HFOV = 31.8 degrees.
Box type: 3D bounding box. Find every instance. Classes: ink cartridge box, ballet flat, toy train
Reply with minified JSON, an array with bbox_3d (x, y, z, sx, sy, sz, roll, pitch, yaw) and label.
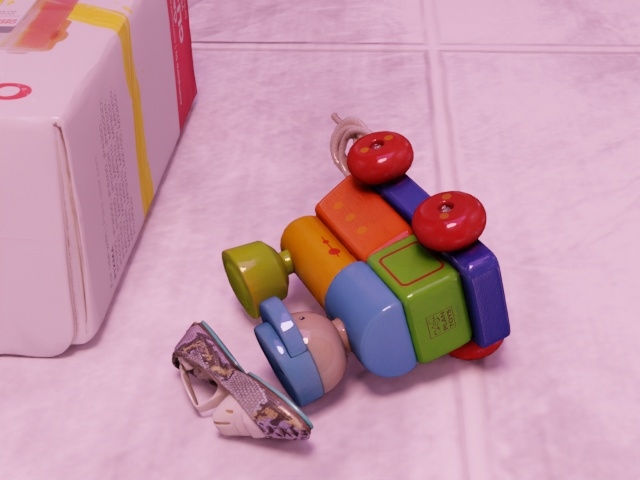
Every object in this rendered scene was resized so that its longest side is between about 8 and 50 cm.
[{"bbox_3d":[-0.259,-0.099,0.806,0.279,0.160,0.385,1,31,3],"label":"ink cartridge box"},{"bbox_3d":[-0.048,0.086,0.623,0.041,0.041,0.114,-20,36,-29],"label":"ballet flat"},{"bbox_3d":[0.000,0.000,0.711,0.143,0.105,0.248,-25,36,-13],"label":"toy train"}]
